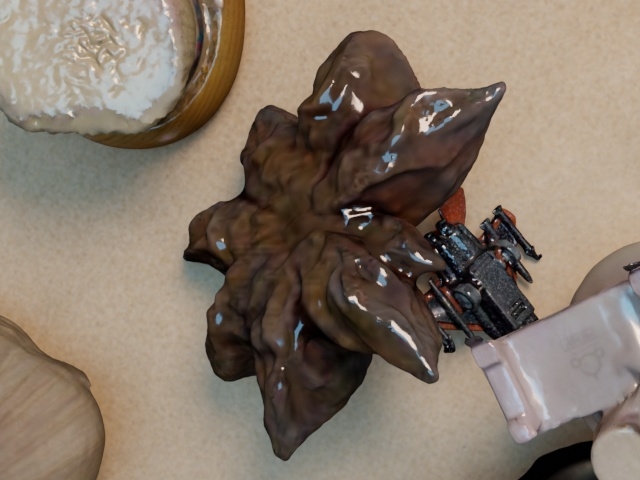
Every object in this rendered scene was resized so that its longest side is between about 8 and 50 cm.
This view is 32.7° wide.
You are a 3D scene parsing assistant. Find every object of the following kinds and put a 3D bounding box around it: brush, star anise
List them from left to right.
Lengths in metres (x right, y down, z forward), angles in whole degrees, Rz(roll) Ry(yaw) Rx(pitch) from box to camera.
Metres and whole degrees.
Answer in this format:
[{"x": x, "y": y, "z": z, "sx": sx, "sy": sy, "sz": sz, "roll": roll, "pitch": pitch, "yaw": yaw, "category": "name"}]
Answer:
[{"x": -0.148, "y": -0.202, "z": 0.821, "sx": 0.174, "sy": 0.166, "sz": 0.266, "roll": 9, "pitch": 90, "yaw": 8, "category": "brush"}, {"x": 0.012, "y": -0.002, "z": 0.775, "sx": 0.108, "sy": 0.315, "sz": 0.315, "roll": 27, "pitch": 96, "yaw": -34, "category": "star anise"}]

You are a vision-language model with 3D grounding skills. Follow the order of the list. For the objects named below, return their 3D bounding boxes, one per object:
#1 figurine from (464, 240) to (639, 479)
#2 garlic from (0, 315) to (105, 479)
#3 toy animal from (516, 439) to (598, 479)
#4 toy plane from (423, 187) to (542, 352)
[{"x": 0.212, "y": 0.068, "z": 0.737, "sx": 0.144, "sy": 0.257, "sz": 0.182, "roll": 46, "pitch": 113, "yaw": 14, "category": "figurine"}, {"x": -0.322, "y": 0.196, "z": 0.834, "sx": 0.322, "sy": 0.241, "sz": 0.322, "roll": -6, "pitch": 73, "yaw": 22, "category": "garlic"}, {"x": 0.262, "y": 0.231, "z": 0.734, "sx": 0.310, "sy": 0.251, "sz": 0.251, "roll": -26, "pitch": 87, "yaw": 4, "category": "toy animal"}, {"x": 0.140, "y": 0.052, "z": 0.835, "sx": 0.189, "sy": 0.061, "sz": 0.130, "roll": 45, "pitch": 67, "yaw": 2, "category": "toy plane"}]
